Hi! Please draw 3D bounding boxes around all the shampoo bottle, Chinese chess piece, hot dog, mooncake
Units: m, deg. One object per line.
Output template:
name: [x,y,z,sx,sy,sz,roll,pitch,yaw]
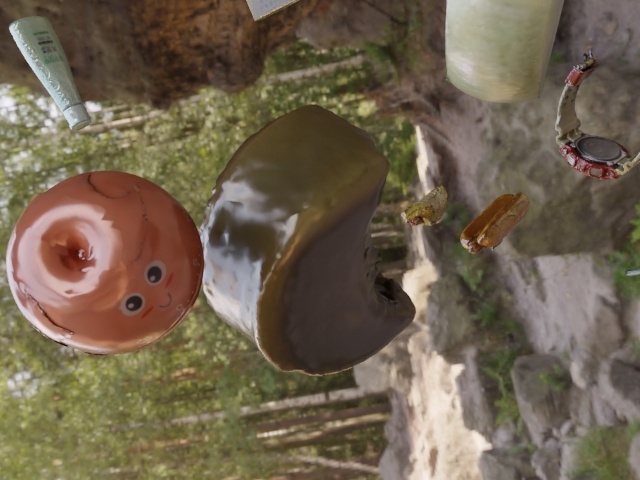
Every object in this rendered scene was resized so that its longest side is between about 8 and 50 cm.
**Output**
shampoo bottle: [-0.423,-0.265,1.222,0.069,0.041,0.191,-24,-95,-47]
Chinese chess piece: [0.192,-0.262,0.755,0.250,0.101,0.250,12,-90,-74]
hot dog: [0.372,-0.034,1.631,0.235,0.092,0.062,-37,-67,-38]
mooncake: [0.000,0.000,1.217,0.393,0.246,0.394,1,-64,-51]
hot dog: [0.227,-0.063,1.624,0.169,0.078,0.061,-33,-92,-47]

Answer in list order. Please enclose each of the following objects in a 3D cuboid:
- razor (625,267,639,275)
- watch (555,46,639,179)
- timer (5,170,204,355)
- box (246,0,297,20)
razor: [0.595,-0.032,1.359,0.036,0.084,0.211,37,-121,-28]
watch: [0.461,-0.224,1.211,0.164,0.102,0.268,26,136,38]
timer: [-0.263,0.029,0.957,0.215,0.229,0.230,44,-145,-73]
box: [-0.097,-0.450,1.294,0.133,0.090,0.023,67,-153,-6]
